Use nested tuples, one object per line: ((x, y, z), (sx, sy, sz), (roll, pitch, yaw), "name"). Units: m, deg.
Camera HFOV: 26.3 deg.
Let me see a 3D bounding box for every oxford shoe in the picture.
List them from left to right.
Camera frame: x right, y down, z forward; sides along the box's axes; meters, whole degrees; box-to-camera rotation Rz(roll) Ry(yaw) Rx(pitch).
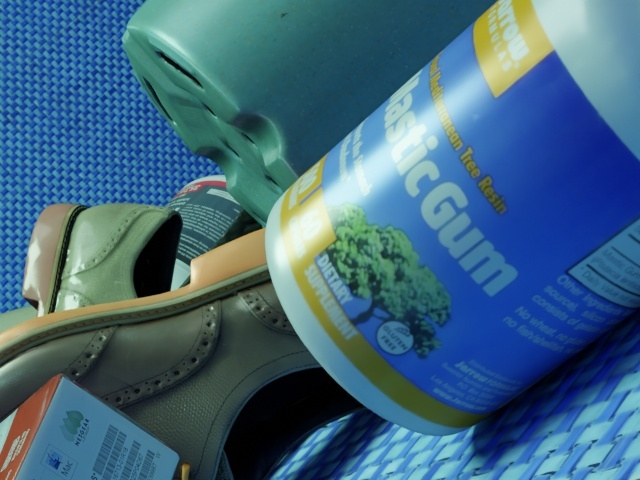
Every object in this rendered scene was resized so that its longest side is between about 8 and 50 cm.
((-0.175, 0.123, 1.127), (0.130, 0.348, 0.123), (-7, -20, 15), "oxford shoe")
((-0.116, 0.115, 0.849), (0.364, 0.132, 0.130), (-28, -36, -3), "oxford shoe")

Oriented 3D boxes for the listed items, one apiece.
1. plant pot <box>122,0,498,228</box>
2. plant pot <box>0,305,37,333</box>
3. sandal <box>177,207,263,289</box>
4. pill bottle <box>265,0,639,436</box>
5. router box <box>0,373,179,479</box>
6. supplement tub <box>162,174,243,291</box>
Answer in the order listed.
((0.052, -0.172, 1.058), (0.334, 0.341, 0.341), (-43, 5, -12), "plant pot")
((-0.291, 0.167, 1.702), (0.274, 0.256, 0.256), (-29, -1, -25), "plant pot")
((-0.003, -0.001, 1.215), (0.446, 0.167, 0.107), (-47, -11, -35), "sandal")
((0.115, -0.040, 0.632), (0.272, 0.152, 0.152), (-41, 6, 27), "pill bottle")
((-0.225, 0.271, 0.676), (0.301, 0.082, 0.335), (-40, 22, 35), "router box")
((-0.152, 0.062, 1.587), (0.191, 0.191, 0.272), (-39, 6, 41), "supplement tub")
